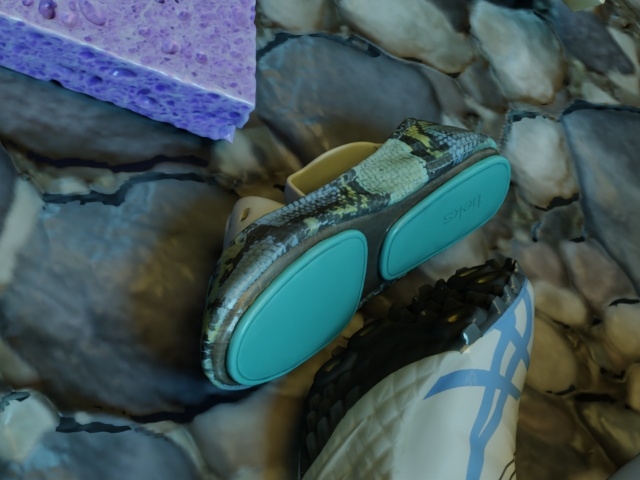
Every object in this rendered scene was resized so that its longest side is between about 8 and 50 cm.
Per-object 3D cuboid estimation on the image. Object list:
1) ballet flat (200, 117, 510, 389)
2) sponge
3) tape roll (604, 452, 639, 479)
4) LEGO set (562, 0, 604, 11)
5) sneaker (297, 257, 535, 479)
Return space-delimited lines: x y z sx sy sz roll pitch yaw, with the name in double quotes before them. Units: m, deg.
"ballet flat" 0.000 0.000 0.723 0.070 0.070 0.188 50 43 10
"sponge" -0.123 -0.122 0.749 0.210 0.031 0.117 19 47 -19
"tape roll" 0.194 0.165 0.635 0.246 0.169 0.246 18 48 -21
"LEGO set" 0.014 -0.175 0.845 0.287 0.107 0.132 12 55 -46
"sneaker" 0.037 0.095 0.660 0.086 0.085 0.237 54 35 -24
